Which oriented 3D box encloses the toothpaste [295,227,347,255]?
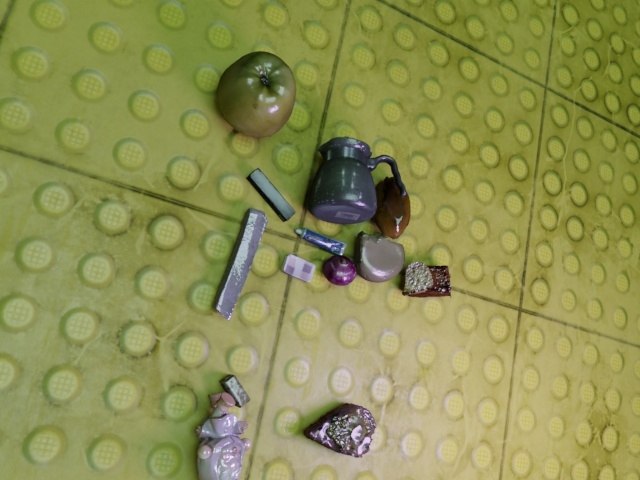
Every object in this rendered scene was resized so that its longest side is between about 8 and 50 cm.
[{"bbox_3d":[0.000,0.000,1.973,0.197,0.035,0.057,23,89,-23],"label":"toothpaste"}]

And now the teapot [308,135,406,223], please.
[{"bbox_3d":[0.115,-0.218,1.936,0.223,0.305,0.285,42,48,-64],"label":"teapot"}]

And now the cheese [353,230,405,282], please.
[{"bbox_3d":[0.206,0.059,2.036,0.203,0.091,0.175,5,80,-28],"label":"cheese"}]

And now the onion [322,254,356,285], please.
[{"bbox_3d":[0.063,0.104,1.960,0.115,0.115,0.104,-10,132,-27],"label":"onion"}]

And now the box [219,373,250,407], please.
[{"bbox_3d":[-0.257,0.451,1.761,0.045,0.062,0.098,-36,100,-25],"label":"box"}]

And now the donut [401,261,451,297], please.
[{"bbox_3d":[0.381,0.148,2.103,0.187,0.144,0.126,0,75,4],"label":"donut"}]

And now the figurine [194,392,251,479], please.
[{"bbox_3d":[-0.290,0.579,1.690,0.200,0.133,0.275,17,69,-54],"label":"figurine"}]

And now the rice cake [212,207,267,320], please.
[{"bbox_3d":[-0.250,0.069,1.824,0.073,0.056,0.365,26,72,-27],"label":"rice cake"}]

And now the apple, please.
[{"bbox_3d":[-0.198,-0.459,1.834,0.262,0.262,0.262,4,81,-26],"label":"apple"}]

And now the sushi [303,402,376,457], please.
[{"bbox_3d":[0.072,0.595,1.884,0.241,0.107,0.161,29,67,-20],"label":"sushi"}]

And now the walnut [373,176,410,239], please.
[{"bbox_3d":[0.246,-0.119,2.054,0.137,0.137,0.245,2,69,-26],"label":"walnut"}]

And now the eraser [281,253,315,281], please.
[{"bbox_3d":[-0.073,0.091,1.926,0.105,0.026,0.065,23,75,-22],"label":"eraser"}]

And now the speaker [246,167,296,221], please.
[{"bbox_3d":[-0.161,-0.147,1.909,0.046,0.040,0.191,-45,103,-22],"label":"speaker"}]
